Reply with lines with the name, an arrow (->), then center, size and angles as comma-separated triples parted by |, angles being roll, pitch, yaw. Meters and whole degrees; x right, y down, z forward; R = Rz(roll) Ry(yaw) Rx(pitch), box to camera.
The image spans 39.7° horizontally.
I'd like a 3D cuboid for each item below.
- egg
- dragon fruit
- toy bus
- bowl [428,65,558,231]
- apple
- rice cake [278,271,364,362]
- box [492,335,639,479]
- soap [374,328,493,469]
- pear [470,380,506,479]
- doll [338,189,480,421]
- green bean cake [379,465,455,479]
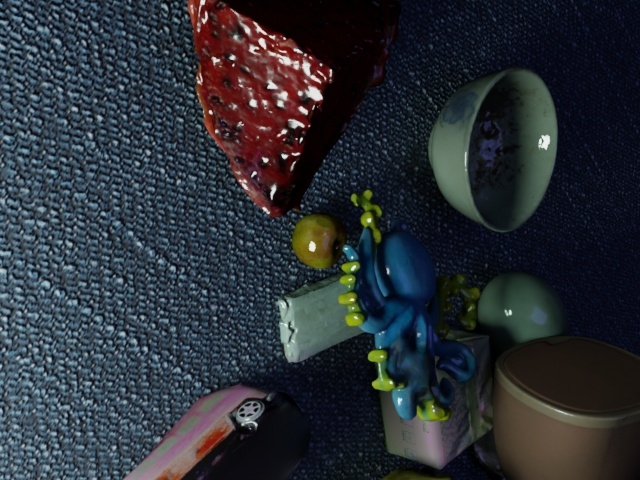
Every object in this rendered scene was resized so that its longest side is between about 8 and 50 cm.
egg -> 0.399, 0.159, 1.743 | 0.168, 0.168, 0.231 | -51, 129, -25
dragon fruit -> -0.047, -0.240, 1.246 | 0.329, 0.228, 0.286 | -55, 168, -46
toy bus -> -0.158, 0.325, 1.232 | 0.303, 0.147, 0.127 | -43, 125, -33
bowl -> 0.287, -0.166, 1.583 | 0.289, 0.146, 0.289 | -13, 109, -44
apple -> 0.000, 0.000, 1.378 | 0.090, 0.074, 0.089 | -13, 109, -45
rice cake -> 0.015, 0.117, 1.443 | 0.211, 0.038, 0.124 | -25, 115, -39
box -> 0.451, 0.323, 1.570 | 0.301, 0.301, 0.216 | -19, 119, -41
soap -> 0.209, 0.277, 1.597 | 0.182, 0.138, 0.199 | -25, 115, -41
pear -> 0.437, 0.360, 1.829 | 0.178, 0.267, 0.266 | -48, 133, -61
doll -> 0.134, 0.120, 1.433 | 0.346, 0.099, 0.341 | 28, 58, -40
green bean cake -> 0.116, 0.505, 1.501 | 0.310, 0.285, 0.202 | -31, 85, -11
